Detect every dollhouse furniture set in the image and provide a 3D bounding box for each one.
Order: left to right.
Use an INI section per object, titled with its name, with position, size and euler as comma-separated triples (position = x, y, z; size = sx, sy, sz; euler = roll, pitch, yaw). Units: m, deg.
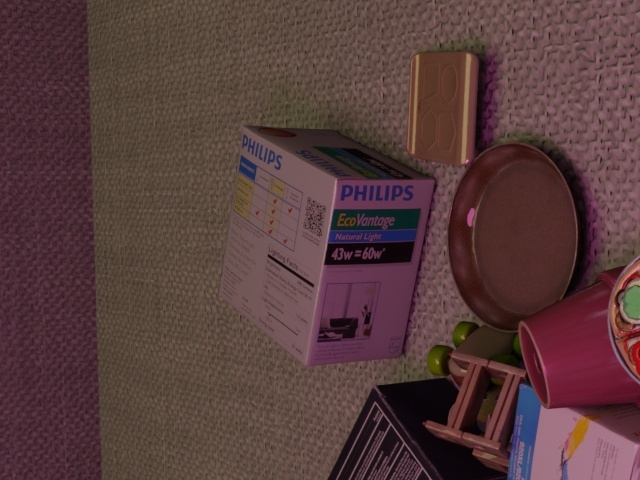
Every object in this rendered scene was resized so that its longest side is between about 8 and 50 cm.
[dollhouse furniture set]
position = 0.264, 0.274, 1.889
size = 0.129, 0.183, 0.129
euler = 14, 72, 29

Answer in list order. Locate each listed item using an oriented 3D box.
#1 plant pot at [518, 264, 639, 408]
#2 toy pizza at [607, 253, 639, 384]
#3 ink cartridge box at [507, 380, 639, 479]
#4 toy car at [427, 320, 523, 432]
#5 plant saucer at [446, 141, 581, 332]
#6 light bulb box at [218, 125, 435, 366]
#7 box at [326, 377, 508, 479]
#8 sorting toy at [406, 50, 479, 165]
[plant pot]
position = 0.382, 0.149, 1.685
size = 0.201, 0.180, 0.201
euler = 165, 90, -88
[toy pizza]
position = 0.449, 0.100, 1.523
size = 0.201, 0.032, 0.201
euler = -3, 86, 41
[ink cartridge box]
position = 0.419, 0.311, 1.753
size = 0.233, 0.171, 0.168
euler = 26, 115, 52
[toy car]
position = 0.290, 0.245, 2.010
size = 0.155, 0.149, 0.188
euler = 5, 121, 44
[plant saucer]
position = 0.322, -0.006, 1.973
size = 0.311, 0.050, 0.310
euler = 2, 92, 56
[light bulb box]
position = 0.000, 0.000, 2.300
size = 0.358, 0.225, 0.361
euler = 33, 118, 51
[box]
position = 0.179, 0.446, 2.108
size = 0.294, 0.183, 0.296
euler = 52, 131, 38
[sorting toy]
position = 0.217, -0.233, 2.108
size = 0.208, 0.038, 0.193
euler = -162, 72, -65
